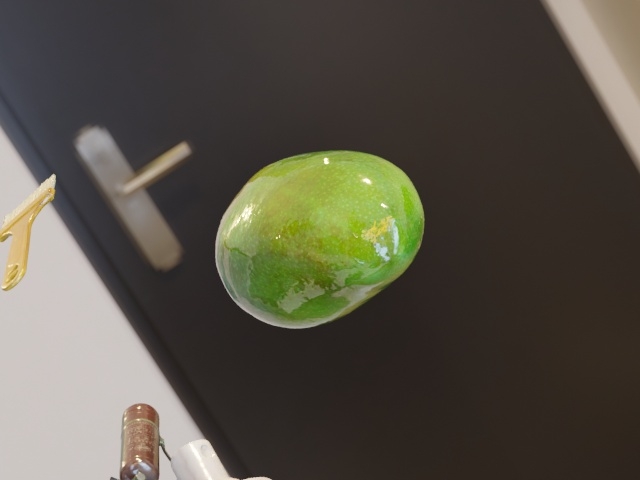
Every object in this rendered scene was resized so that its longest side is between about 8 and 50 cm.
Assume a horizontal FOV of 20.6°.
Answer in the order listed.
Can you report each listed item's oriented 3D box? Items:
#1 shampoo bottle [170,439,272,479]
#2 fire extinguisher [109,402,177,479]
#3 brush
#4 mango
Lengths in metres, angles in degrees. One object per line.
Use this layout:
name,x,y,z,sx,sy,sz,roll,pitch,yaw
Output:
shampoo bottle,-0.012,0.251,1.063,0.092,0.303,0.092,-25,-28,-14
fire extinguisher,-0.189,0.235,1.916,0.078,0.045,0.157,9,22,-9
brush,-0.396,-0.002,2.330,0.103,0.013,0.272,-40,22,15
mango,0.000,0.000,2.150,0.225,0.201,0.382,-48,20,-20
